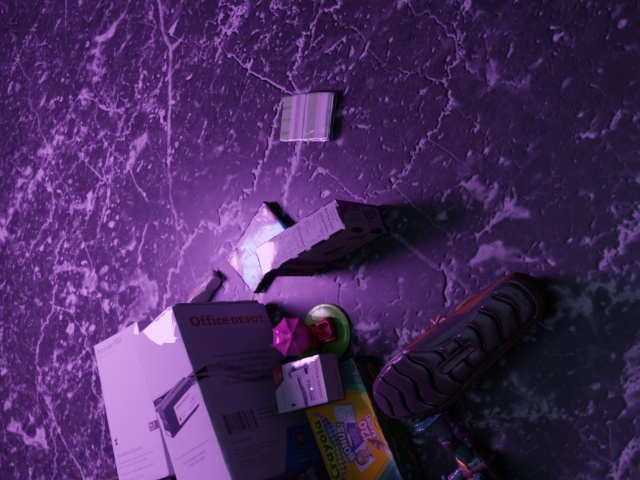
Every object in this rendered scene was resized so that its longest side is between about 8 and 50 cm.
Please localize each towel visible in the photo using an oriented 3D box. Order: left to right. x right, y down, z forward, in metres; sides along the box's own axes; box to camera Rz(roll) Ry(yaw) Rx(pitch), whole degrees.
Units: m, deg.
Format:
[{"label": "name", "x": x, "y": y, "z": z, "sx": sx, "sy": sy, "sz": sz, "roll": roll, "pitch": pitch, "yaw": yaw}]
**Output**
[{"label": "towel", "x": -0.028, "y": -0.282, "z": 1.534, "sx": 0.152, "sy": 0.023, "sz": 0.113, "roll": 6, "pitch": 88, "yaw": 40}]

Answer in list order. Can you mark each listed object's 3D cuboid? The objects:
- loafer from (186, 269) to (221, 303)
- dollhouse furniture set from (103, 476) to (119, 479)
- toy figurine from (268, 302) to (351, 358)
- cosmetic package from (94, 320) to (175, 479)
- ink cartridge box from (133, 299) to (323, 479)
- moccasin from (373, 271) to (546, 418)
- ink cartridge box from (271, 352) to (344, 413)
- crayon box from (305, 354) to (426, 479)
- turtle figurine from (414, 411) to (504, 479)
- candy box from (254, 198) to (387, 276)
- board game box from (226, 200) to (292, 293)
[{"label": "loafer", "x": -0.300, "y": 0.126, "z": 1.701, "sx": 0.125, "sy": 0.045, "sz": 0.039, "roll": -47, "pitch": 44, "yaw": 18}, {"label": "dollhouse furniture set", "x": -0.570, "y": 0.748, "z": 1.784, "sx": 0.242, "sy": 0.161, "sz": 0.212, "roll": -44, "pitch": 63, "yaw": 26}, {"label": "toy figurine", "x": -0.049, "y": 0.207, "z": 1.426, "sx": 0.173, "sy": 0.159, "sz": 0.130, "roll": -27, "pitch": 71, "yaw": 34}, {"label": "cosmetic package", "x": -0.428, "y": 0.413, "z": 1.703, "sx": 0.217, "sy": 0.156, "sz": 0.384, "roll": -31, "pitch": 70, "yaw": 34}, {"label": "ink cartridge box", "x": -0.198, "y": 0.342, "z": 1.451, "sx": 0.166, "sy": 0.286, "sz": 0.394, "roll": -37, "pitch": 65, "yaw": 30}, {"label": "moccasin", "x": 0.249, "y": 0.193, "z": 1.225, "sx": 0.139, "sy": 0.147, "sz": 0.380, "roll": 45, "pitch": 110, "yaw": 15}, {"label": "ink cartridge box", "x": -0.027, "y": 0.293, "z": 1.365, "sx": 0.135, "sy": 0.056, "sz": 0.099, "roll": -24, "pitch": 69, "yaw": 34}, {"label": "crayon box", "x": 0.080, "y": 0.396, "z": 1.362, "sx": 0.165, "sy": 0.081, "sz": 0.278, "roll": -35, "pitch": 66, "yaw": 30}, {"label": "turtle figurine", "x": 0.265, "y": 0.420, "z": 1.204, "sx": 0.234, "sy": 0.118, "sz": 0.175, "roll": 55, "pitch": 162, "yaw": 11}, {"label": "candy box", "x": 0.000, "y": 0.000, "z": 1.403, "sx": 0.233, "sy": 0.159, "sz": 0.071, "roll": -29, "pitch": 71, "yaw": 31}, {"label": "board game box", "x": -0.142, "y": 0.016, "z": 1.593, "sx": 0.126, "sy": 0.026, "sz": 0.186, "roll": 46, "pitch": 113, "yaw": 30}]
